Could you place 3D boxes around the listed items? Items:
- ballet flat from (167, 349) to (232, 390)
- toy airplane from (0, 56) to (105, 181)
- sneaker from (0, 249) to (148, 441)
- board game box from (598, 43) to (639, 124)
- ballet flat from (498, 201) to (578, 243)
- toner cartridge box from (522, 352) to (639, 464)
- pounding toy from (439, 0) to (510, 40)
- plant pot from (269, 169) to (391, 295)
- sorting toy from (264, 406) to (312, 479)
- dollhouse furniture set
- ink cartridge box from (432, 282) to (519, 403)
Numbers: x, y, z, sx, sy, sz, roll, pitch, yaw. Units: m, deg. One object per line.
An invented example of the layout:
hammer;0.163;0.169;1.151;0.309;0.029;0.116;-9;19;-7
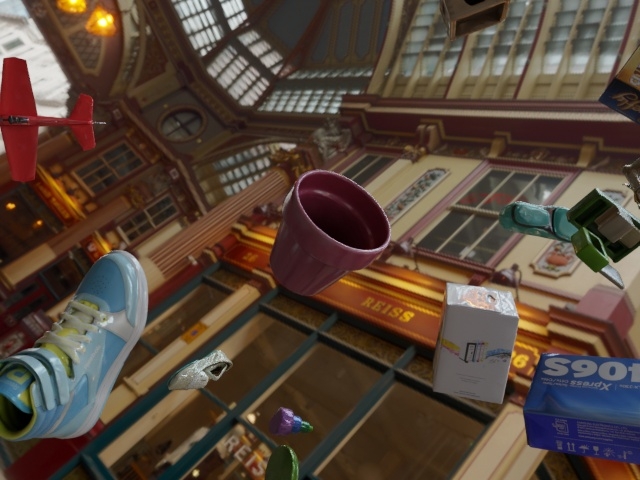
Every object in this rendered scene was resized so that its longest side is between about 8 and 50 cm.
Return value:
ballet flat;-0.232;0.262;1.088;0.052;0.168;0.057;36;-67;15
toy airplane;-0.341;-0.144;0.671;0.028;0.151;0.151;19;-39;60
sneaker;-0.385;0.159;0.833;0.127;0.319;0.208;15;-7;13
board game box;0.470;-0.211;0.661;0.165;0.243;0.042;37;-23;15
ballet flat;0.532;-0.044;1.315;0.247;0.083;0.087;11;-7;-19
toner cartridge box;0.498;0.252;0.814;0.347;0.165;0.075;-3;-68;33
pounding toy;0.360;-0.528;1.150;0.181;0.205;0.094;-1;75;-77
plant pot;0.000;0.000;1.017;0.201;0.201;0.180;45;-52;9
sorting toy;-0.046;0.559;1.231;0.126;0.366;0.127;22;-50;-25
dollhouse furniture set;0.654;-0.062;1.059;0.151;0.198;0.301;37;-58;-6
ink cartridge box;0.377;0.246;1.357;0.168;0.171;0.233;9;-74;10
